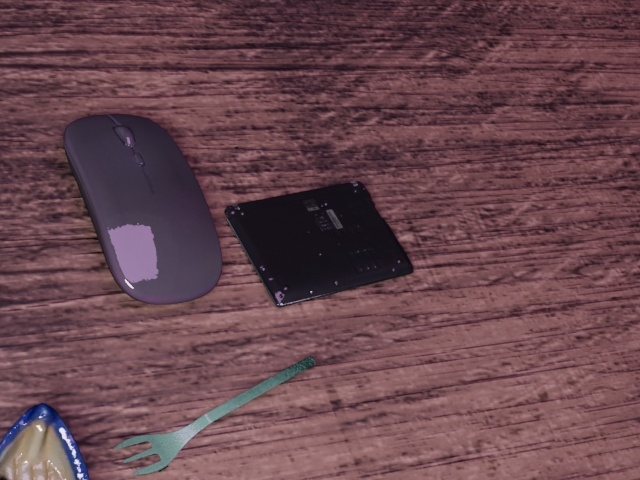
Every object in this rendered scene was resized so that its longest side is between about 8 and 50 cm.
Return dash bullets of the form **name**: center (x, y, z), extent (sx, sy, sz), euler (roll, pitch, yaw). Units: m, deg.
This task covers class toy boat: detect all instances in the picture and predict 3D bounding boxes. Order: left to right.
- **toy boat**: center (-0.214, 0.250, 1.040), extent (0.114, 0.115, 0.262), euler (6, 51, -23)

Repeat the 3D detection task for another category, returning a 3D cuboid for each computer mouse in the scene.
- **computer mouse**: center (-0.175, -0.039, 1.343), extent (0.120, 0.057, 0.232), euler (-5, 57, -31)

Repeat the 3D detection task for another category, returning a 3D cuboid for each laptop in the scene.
- **laptop**: center (0.000, 0.000, 1.430), extent (0.180, 0.016, 0.129), euler (-14, 60, -34)

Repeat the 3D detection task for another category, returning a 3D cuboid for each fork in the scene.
- **fork**: center (-0.090, 0.159, 1.249), extent (0.235, 0.021, 0.039), euler (-24, 71, -41)
